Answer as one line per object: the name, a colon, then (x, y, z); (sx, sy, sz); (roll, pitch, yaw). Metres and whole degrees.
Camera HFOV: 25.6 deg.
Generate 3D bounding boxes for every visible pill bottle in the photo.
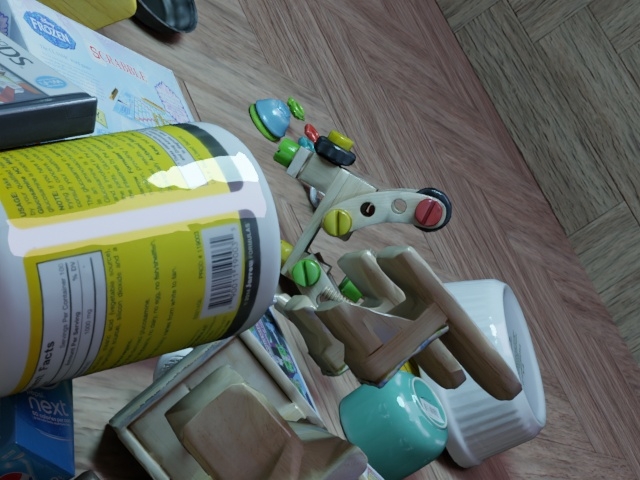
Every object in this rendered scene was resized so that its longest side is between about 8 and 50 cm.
pill bottle: (-0.213, 0.017, 1.101); (0.334, 0.188, 0.188); (-12, 65, -37)

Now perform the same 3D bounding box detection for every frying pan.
frying pan: (-0.288, -0.420, 1.986); (0.326, 0.053, 0.197); (49, 24, -21)

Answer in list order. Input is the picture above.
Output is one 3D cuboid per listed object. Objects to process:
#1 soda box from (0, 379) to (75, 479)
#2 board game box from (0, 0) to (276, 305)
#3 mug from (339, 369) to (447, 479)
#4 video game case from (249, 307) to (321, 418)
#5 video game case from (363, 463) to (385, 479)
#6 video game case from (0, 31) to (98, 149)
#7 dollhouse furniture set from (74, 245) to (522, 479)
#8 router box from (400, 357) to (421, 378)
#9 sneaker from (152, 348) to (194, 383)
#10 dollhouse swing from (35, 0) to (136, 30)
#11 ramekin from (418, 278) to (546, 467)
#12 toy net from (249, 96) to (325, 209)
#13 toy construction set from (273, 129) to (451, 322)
soda box: (-0.256, 0.120, 1.186); (0.067, 0.071, 0.210); (39, 25, -37)
board game box: (-0.202, -0.077, 1.447); (0.319, 0.066, 0.318); (22, 39, -62)
mug: (0.104, 0.226, 1.796); (0.129, 0.097, 0.158); (53, 20, -4)
video game case: (-0.080, 0.142, 1.625); (0.183, 0.023, 0.201); (22, 37, -56)
video game case: (0.095, 0.359, 1.681); (0.157, 0.019, 0.143); (47, 21, -20)
video game case: (-0.355, -0.128, 1.087); (0.275, 0.035, 0.248); (-14, 37, -41)
dollhouse furniture set: (-0.029, 0.217, 1.165); (0.256, 0.362, 0.394); (51, -10, -6)
router box: (0.101, 0.168, 1.957); (0.133, 0.046, 0.179); (53, 20, -8)
sneaker: (-0.086, 0.191, 1.449); (0.240, 0.091, 0.126); (57, 14, -17)
dollhouse swing: (-0.289, -0.476, 1.726); (0.315, 0.305, 0.347); (38, 27, -39)
ramekin: (0.232, 0.178, 2.007); (0.273, 0.127, 0.273); (-17, 90, -74)
toy net: (-0.021, -0.119, 2.147); (0.232, 0.045, 0.122); (61, 19, 12)
toy construction set: (0.000, 0.000, 1.816); (0.237, 0.257, 0.309); (37, 31, 0)
